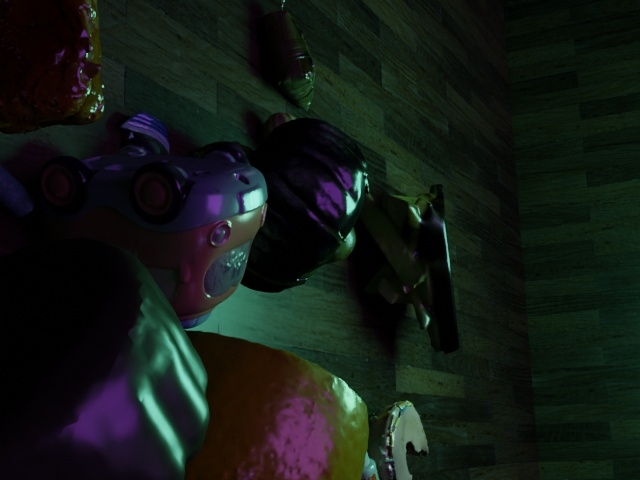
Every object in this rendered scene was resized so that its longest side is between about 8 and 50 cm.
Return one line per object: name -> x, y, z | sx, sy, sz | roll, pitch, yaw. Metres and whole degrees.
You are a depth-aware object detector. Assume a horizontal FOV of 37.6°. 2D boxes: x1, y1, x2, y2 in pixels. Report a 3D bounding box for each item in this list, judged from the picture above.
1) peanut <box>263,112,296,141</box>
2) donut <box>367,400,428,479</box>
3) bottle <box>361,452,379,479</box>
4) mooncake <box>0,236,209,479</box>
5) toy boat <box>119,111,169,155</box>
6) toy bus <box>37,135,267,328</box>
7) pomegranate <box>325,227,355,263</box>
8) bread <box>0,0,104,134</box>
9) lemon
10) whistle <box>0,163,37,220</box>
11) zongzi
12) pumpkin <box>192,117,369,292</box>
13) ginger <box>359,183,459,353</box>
peanut -> -0.055, -0.154, 1.764 | 0.082, 0.082, 0.187 | -52, 129, -56
donut -> 0.158, 0.449, 2.014 | 0.233, 0.085, 0.199 | -58, 134, -52
bottle -> 0.089, 0.479, 1.898 | 0.060, 0.060, 0.217 | -39, 118, -60
mooncake -> -0.284, 0.170, 0.890 | 0.194, 0.356, 0.356 | 64, 31, -32
toy boat -> -0.271, -0.124, 1.380 | 0.149, 0.034, 0.105 | -63, 142, -31
toy bus -> -0.213, -0.006, 1.185 | 0.194, 0.287, 0.232 | -27, 122, -66
pomegranate -> 0.000, 0.000, 1.804 | 0.142, 0.114, 0.115 | -34, 116, -35
bread -> -0.343, -0.318, 1.102 | 0.109, 0.185, 0.381 | 12, 71, -70
lemon -> -0.121, 0.307, 1.219 | 0.364, 0.364, 0.365 | 28, 58, -59
whistle -> -0.401, -0.093, 1.084 | 0.186, 0.039, 0.039 | 54, 38, -45
zongzi -> -0.061, -0.362, 1.843 | 0.178, 0.081, 0.189 | 64, 9, -77
pumpkin -> -0.071, -0.083, 1.513 | 0.296, 0.295, 0.296 | 28, 58, -59
ginger -> 0.193, 0.041, 2.126 | 0.358, 0.211, 0.414 | -77, 159, -61
